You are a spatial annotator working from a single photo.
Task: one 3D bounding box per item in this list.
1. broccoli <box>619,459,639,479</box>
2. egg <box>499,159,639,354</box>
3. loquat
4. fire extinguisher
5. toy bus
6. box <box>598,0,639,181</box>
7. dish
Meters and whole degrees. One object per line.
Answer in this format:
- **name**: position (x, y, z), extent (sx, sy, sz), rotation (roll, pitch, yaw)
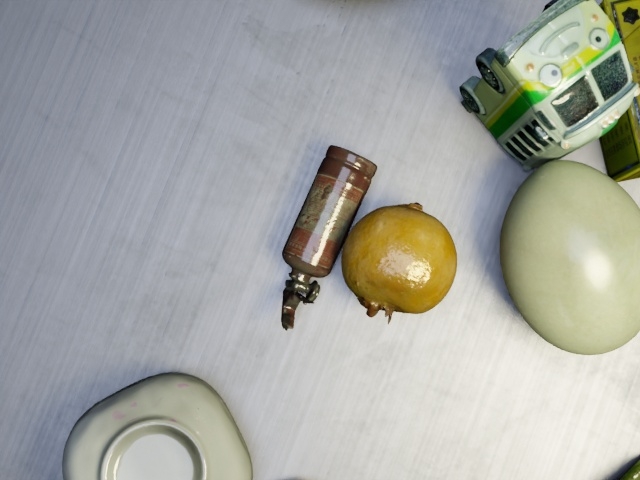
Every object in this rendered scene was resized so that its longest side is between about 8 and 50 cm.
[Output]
- **broccoli**: position (0.343, 0.381, 1.014), extent (0.304, 0.145, 0.165), rotation (-37, 77, -16)
- **egg**: position (0.321, 0.022, 1.014), extent (0.186, 0.186, 0.253), rotation (-17, 100, 2)
- **loquat**: position (0.102, 0.029, 1.056), extent (0.163, 0.137, 0.163), rotation (0, 89, -11)
- **fire extinguisher**: position (-0.007, -0.003, 1.081), extent (0.075, 0.106, 0.252), rotation (25, 87, 4)
- **toy bus**: position (0.281, -0.185, 0.995), extent (0.133, 0.276, 0.165), rotation (-38, 88, 1)
- **box**: position (0.400, -0.195, 1.053), extent (0.064, 0.141, 0.220), rotation (-13, 84, 3)
- **dish**: position (-0.210, 0.295, 1.041), extent (0.256, 0.117, 0.256), rotation (2, 79, -8)
